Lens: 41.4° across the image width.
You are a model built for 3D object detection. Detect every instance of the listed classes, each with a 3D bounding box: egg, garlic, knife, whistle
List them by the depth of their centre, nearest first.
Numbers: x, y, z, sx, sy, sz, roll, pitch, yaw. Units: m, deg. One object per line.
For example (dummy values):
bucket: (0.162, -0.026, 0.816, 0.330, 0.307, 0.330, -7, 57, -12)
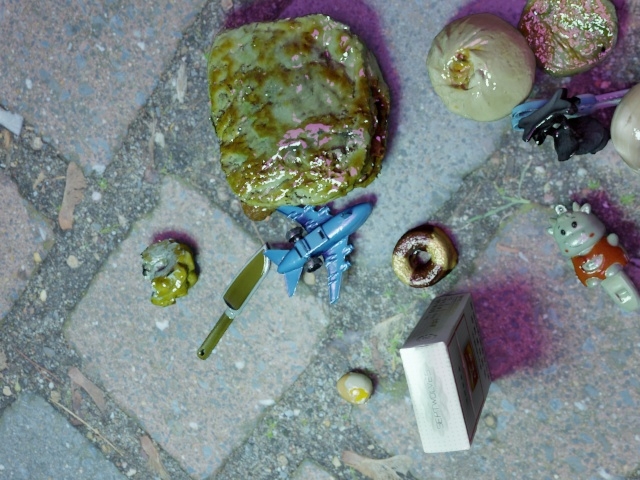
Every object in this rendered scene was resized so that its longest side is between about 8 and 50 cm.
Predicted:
garlic: (0.620, -0.246, 1.527, 0.128, 0.148, 0.266, 39, 114, 20)
whistle: (0.534, 0.032, 1.642, 0.253, 0.106, 0.102, 54, 154, 0)
egg: (0.076, 0.329, 1.889, 0.083, 0.071, 0.071, 16, 108, 17)
knife: (-0.208, 0.145, 1.971, 0.061, 0.027, 0.343, 41, 112, 11)

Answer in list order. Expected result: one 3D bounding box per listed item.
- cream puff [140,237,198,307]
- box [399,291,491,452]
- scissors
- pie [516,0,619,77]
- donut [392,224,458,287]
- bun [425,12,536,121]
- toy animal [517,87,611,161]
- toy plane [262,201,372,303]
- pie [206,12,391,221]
cream puff: (-0.350, 0.078, 1.965, 0.121, 0.156, 0.156, -20, 97, -20)
box: (0.254, 0.250, 1.665, 0.095, 0.330, 0.210, -11, 98, 21)
scissors: (0.489, -0.255, 1.596, 0.256, 0.125, 0.030, -11, 77, 9)
pie: (0.464, -0.400, 1.594, 0.187, 0.041, 0.186, 5, 105, 19)
donut: (0.215, 0.037, 1.779, 0.141, 0.059, 0.140, 4, 101, 20)
bun: (0.295, -0.328, 1.610, 0.223, 0.127, 0.222, 6, 102, 30)
toy animal: (0.480, -0.189, 1.549, 0.121, 0.210, 0.117, -46, 43, 38)
toy plane: (0.000, 0.000, 1.826, 0.271, 0.105, 0.254, -40, 73, 27)
pie: (-0.058, -0.271, 1.740, 0.396, 0.180, 0.417, -13, 89, 22)
